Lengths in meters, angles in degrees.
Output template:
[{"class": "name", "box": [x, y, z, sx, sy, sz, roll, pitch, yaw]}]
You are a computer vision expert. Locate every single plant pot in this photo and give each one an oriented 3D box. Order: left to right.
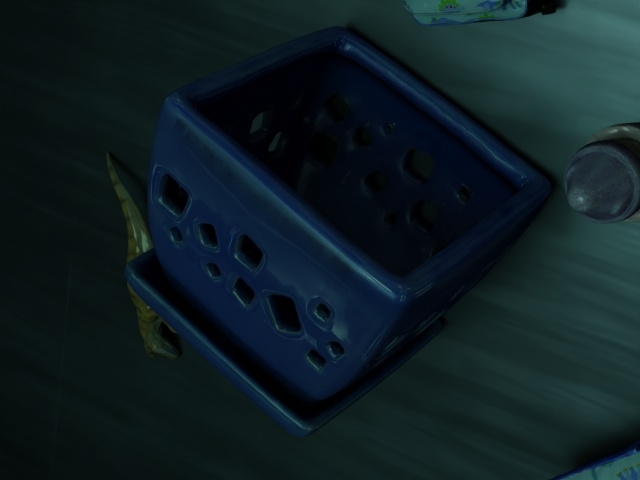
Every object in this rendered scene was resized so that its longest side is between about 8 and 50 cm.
[{"class": "plant pot", "box": [0.000, 0.000, 0.979, 0.236, 0.236, 0.212, 40, 130, 16]}]

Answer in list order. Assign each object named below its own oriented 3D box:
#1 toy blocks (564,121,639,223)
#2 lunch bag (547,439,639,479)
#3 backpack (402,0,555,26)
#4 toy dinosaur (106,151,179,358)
[{"class": "toy blocks", "box": [0.321, -0.035, 0.720, 0.289, 0.260, 0.309, 50, 127, 11]}, {"class": "lunch bag", "box": [0.250, 0.232, 0.967, 0.128, 0.096, 0.151, -33, 96, 38]}, {"class": "backpack", "box": [0.110, -0.216, 0.915, 0.105, 0.084, 0.114, 2, 105, 32]}, {"class": "toy dinosaur", "box": [-0.166, 0.024, 1.204, 0.112, 0.064, 0.212, 2, 107, 36]}]
